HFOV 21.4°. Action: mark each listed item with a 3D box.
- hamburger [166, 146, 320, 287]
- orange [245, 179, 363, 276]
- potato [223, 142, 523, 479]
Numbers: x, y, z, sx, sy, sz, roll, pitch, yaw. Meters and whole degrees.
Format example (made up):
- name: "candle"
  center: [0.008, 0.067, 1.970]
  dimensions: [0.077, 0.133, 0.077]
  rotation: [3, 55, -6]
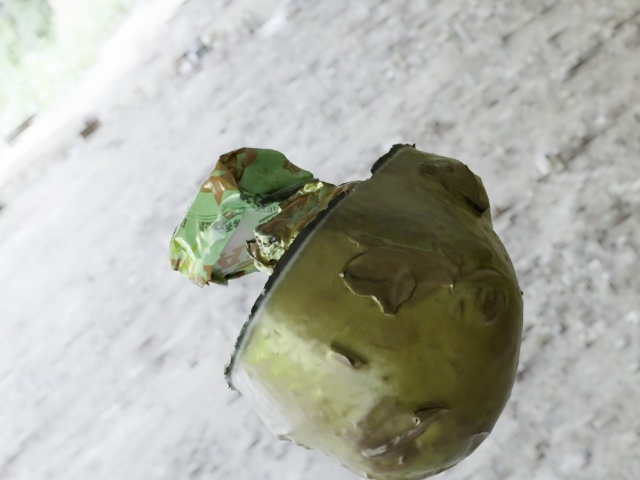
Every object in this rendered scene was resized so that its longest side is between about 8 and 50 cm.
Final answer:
- name: "hamburger"
  center: [-0.089, -0.028, 2.262]
  dimensions: [0.235, 0.125, 0.214]
  rotation: [-19, -23, -45]
- name: "orange"
  center: [0.000, 0.000, 1.917]
  dimensions: [0.160, 0.112, 0.170]
  rotation: [-29, 29, 10]
- name: "potato"
  center: [0.073, 0.070, 1.352]
  dimensions: [0.246, 0.196, 0.300]
  rotation: [-61, -10, 32]
